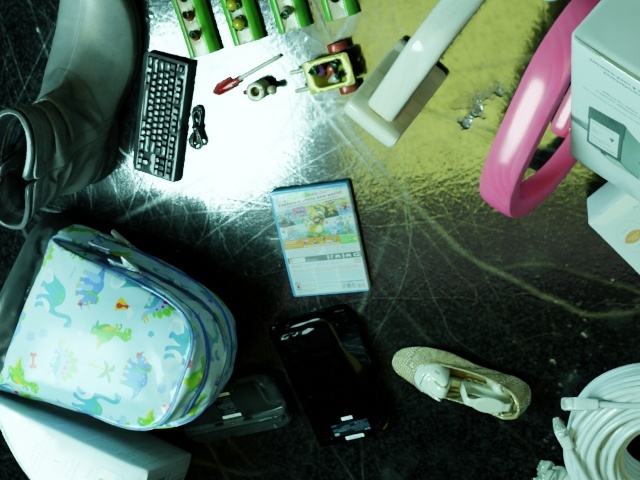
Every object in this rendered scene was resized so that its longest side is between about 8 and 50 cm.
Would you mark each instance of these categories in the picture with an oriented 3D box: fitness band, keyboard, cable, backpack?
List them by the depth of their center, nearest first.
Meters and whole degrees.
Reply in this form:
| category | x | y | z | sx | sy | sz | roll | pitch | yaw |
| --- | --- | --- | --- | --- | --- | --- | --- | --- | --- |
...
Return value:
| category | x | y | z | sx | sy | sz | roll | pitch | yaw |
| --- | --- | --- | --- | --- | --- | --- | --- | --- | --- |
| fitness band | 0.274 | -0.153 | 0.909 | 0.054 | 0.209 | 0.290 | 36 | 131 | 23 |
| cable | 0.468 | 0.290 | 1.114 | 0.257 | 0.089 | 0.257 | -13 | 108 | 20 |
| keyboard | -0.216 | -0.172 | 1.164 | 0.108 | 0.023 | 0.180 | 16 | 116 | 9 |
| backpack | -0.302 | 0.144 | 1.202 | 0.356 | 0.273 | 0.290 | 24 | 85 | -8 |

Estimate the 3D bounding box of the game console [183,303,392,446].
| category | x | y | z | sx | sy | sz | roll | pitch | yaw |
| --- | --- | --- | --- | --- | --- | --- | --- | --- | --- |
| game console | -0.079 | 0.237 | 1.281 | 0.362 | 0.044 | 0.213 | -17 | 104 | 21 |

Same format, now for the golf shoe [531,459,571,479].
| category | x | y | z | sx | sy | sz | roll | pitch | yaw |
| --- | --- | --- | --- | --- | --- | --- | --- | --- | --- |
| golf shoe | 0.345 | 0.418 | 1.217 | 0.086 | 0.069 | 0.176 | 18 | 117 | 2 |

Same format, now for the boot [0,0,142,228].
| category | x | y | z | sx | sy | sz | roll | pitch | yaw |
| --- | --- | --- | --- | --- | --- | --- | --- | --- | --- |
| boot | -0.346 | -0.191 | 1.082 | 0.118 | 0.222 | 0.338 | 14 | 115 | 11 |

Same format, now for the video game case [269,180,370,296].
| category | x | y | z | sx | sy | sz | roll | pitch | yaw |
| --- | --- | --- | --- | --- | --- | --- | --- | --- | --- |
| video game case | 0.000 | 0.000 | 1.174 | 0.119 | 0.015 | 0.166 | -6 | 110 | 19 |

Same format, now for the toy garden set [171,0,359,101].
| category | x | y | z | sx | sy | sz | roll | pitch | yaw |
| --- | --- | --- | --- | --- | --- | --- | --- | --- | --- |
| toy garden set | -0.071 | -0.272 | 1.064 | 0.244 | 0.049 | 0.203 | -10 | 108 | 20 |

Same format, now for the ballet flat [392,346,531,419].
| category | x | y | z | sx | sy | sz | roll | pitch | yaw |
| --- | --- | --- | --- | --- | --- | --- | --- | --- | --- |
| ballet flat | 0.201 | 0.207 | 1.170 | 0.206 | 0.067 | 0.073 | 12 | 115 | 12 |

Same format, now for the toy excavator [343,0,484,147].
| category | x | y | z | sx | sy | sz | roll | pitch | yaw |
| --- | --- | --- | --- | --- | --- | --- | --- | --- | --- |
| toy excavator | 0.194 | -0.315 | 0.852 | 0.222 | 0.433 | 0.445 | 40 | 89 | -2 |

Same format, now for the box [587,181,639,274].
| category | x | y | z | sx | sy | sz | roll | pitch | yaw |
| --- | --- | --- | --- | --- | --- | --- | --- | --- | --- |
| box | 0.435 | -0.019 | 0.994 | 0.170 | 0.091 | 0.130 | 44 | 117 | -4 |

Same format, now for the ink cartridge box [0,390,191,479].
| category | x | y | z | sx | sy | sz | roll | pitch | yaw |
| --- | --- | --- | --- | --- | --- | --- | --- | --- | --- |
| ink cartridge box | -0.415 | 0.308 | 1.265 | 0.385 | 0.308 | 0.091 | 21 | 82 | 6 |

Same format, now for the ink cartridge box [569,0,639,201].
| category | x | y | z | sx | sy | sz | roll | pitch | yaw |
| --- | --- | --- | --- | --- | --- | --- | --- | --- | --- |
| ink cartridge box | 0.360 | -0.180 | 0.803 | 0.121 | 0.289 | 0.211 | 41 | 90 | 22 |
